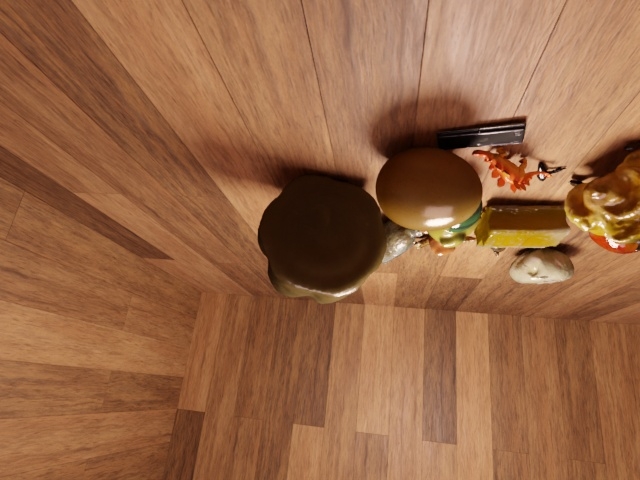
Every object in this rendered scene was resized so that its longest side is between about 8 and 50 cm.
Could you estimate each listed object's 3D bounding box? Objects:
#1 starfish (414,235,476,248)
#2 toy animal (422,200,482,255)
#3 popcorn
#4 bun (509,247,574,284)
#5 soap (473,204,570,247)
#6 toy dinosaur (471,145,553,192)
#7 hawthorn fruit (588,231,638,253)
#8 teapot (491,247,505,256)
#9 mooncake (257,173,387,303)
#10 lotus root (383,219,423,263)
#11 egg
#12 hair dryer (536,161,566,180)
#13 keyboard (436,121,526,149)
[{"bbox_3d":[0.541,-0.006,1.791,0.302,0.060,0.299,-6,179,-4],"label":"starfish"},{"bbox_3d":[0.467,-0.095,1.450,0.191,0.216,0.338,-21,156,-5],"label":"toy animal"},{"bbox_3d":[0.888,-0.109,1.187,0.297,0.281,0.316,-17,167,14],"label":"popcorn"},{"bbox_3d":[1.031,0.121,1.901,0.273,0.168,0.273,-2,170,0],"label":"bun"},{"bbox_3d":[0.761,-0.045,1.575,0.281,0.143,0.259,-2,161,8],"label":"soap"},{"bbox_3d":[0.572,-0.199,1.213,0.288,0.117,0.070,19,156,-14],"label":"toy dinosaur"},{"bbox_3d":[1.029,-0.051,1.424,0.197,0.196,0.225,8,-176,-5],"label":"hawthorn fruit"},{"bbox_3d":[0.771,0.021,1.831,0.080,0.085,0.110,26,172,-39],"label":"teapot"},{"bbox_3d":[0.000,0.000,1.491,0.467,0.467,0.262,10,166,-11],"label":"mooncake"},{"bbox_3d":[0.307,-0.004,1.773,0.175,0.175,0.349,14,151,-20],"label":"lotus root"},{"bbox_3d":[0.316,-0.151,1.212,0.322,0.250,0.250,19,173,43],"label":"egg"},{"bbox_3d":[0.716,-0.222,1.265,0.083,0.031,0.079,-17,144,20],"label":"hair dryer"},{"bbox_3d":[0.447,-0.291,1.143,0.230,0.025,0.094,-1,161,21],"label":"keyboard"}]
